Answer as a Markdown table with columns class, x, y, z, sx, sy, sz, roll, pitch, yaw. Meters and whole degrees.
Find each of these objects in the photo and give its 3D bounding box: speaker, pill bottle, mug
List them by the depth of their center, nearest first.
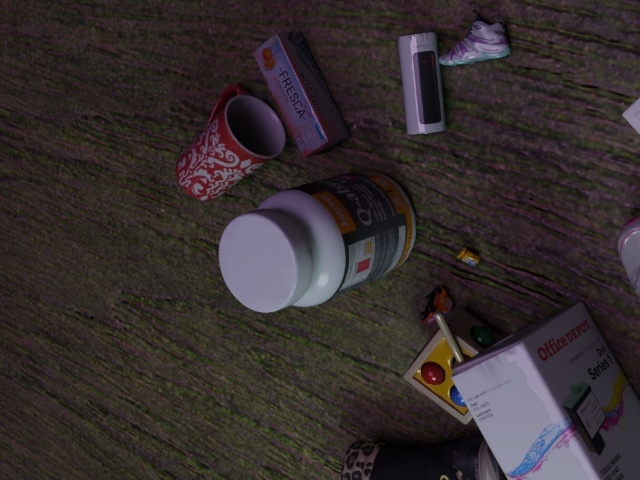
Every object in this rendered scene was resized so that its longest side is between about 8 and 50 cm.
| class | x | y | z | sx | sy | sz | roll | pitch | yaw |
| --- | --- | --- | --- | --- | --- | --- | --- | --- | --- |
| speaker | 0.138 | -0.215 | 1.246 | 0.055 | 0.055 | 0.136 | 1 | 102 | 37 |
| pill bottle | 0.000 | 0.000 | 1.263 | 0.162 | 0.278 | 0.162 | 10 | 108 | 34 |
| mug | -0.144 | -0.152 | 1.465 | 0.113 | 0.150 | 0.169 | 37 | 135 | -19 |

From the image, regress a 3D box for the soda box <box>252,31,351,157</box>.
| class | x | y | z | sx | sy | sz | roll | pitch | yaw |
| --- | --- | --- | --- | --- | --- | --- | --- | --- | --- |
| soda box | -0.028 | -0.218 | 1.365 | 0.058 | 0.063 | 0.183 | -28 | 85 | 38 |

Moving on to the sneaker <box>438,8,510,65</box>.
| class | x | y | z | sx | sy | sz | roll | pitch | yaw |
| --- | --- | --- | --- | --- | --- | --- | --- | --- | --- |
| sneaker | 0.199 | -0.268 | 1.200 | 0.098 | 0.038 | 0.069 | -4 | 98 | 28 |

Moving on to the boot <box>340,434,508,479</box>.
| class | x | y | z | sx | sy | sz | roll | pitch | yaw |
| --- | --- | --- | --- | --- | --- | --- | --- | --- | --- |
| boot | 0.180 | 0.463 | 1.336 | 0.284 | 0.138 | 0.377 | -6 | 94 | 37 |

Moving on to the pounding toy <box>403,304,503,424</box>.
| class | x | y | z | sx | sy | sz | roll | pitch | yaw |
| --- | --- | --- | --- | --- | --- | --- | --- | --- | --- |
| pounding toy | 0.190 | 0.161 | 1.257 | 0.130 | 0.100 | 0.141 | 36 | 123 | 7 |

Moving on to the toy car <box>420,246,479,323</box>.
| class | x | y | z | sx | sy | sz | roll | pitch | yaw |
| --- | --- | --- | --- | --- | --- | --- | --- | --- | --- |
| toy car | 0.186 | 0.071 | 1.286 | 0.040 | 0.060 | 0.122 | 27 | 130 | -7 |

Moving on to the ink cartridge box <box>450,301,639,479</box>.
| class | x | y | z | sx | sy | sz | roll | pitch | yaw |
| --- | --- | --- | --- | --- | --- | --- | --- | --- | --- |
| ink cartridge box | 0.314 | 0.238 | 1.136 | 0.117 | 0.201 | 0.278 | -35 | 80 | 37 |

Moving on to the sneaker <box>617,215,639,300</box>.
| class | x | y | z | sx | sy | sz | roll | pitch | yaw |
| --- | --- | --- | --- | --- | --- | --- | --- | --- | --- |
| sneaker | 0.429 | 0.084 | 1.066 | 0.103 | 0.111 | 0.252 | -39 | 77 | 37 |

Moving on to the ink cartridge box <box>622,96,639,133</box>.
| class | x | y | z | sx | sy | sz | roll | pitch | yaw |
| --- | --- | --- | --- | --- | --- | --- | --- | --- | --- |
| ink cartridge box | 0.480 | -0.111 | 0.984 | 0.237 | 0.100 | 0.172 | 52 | 127 | 15 |
